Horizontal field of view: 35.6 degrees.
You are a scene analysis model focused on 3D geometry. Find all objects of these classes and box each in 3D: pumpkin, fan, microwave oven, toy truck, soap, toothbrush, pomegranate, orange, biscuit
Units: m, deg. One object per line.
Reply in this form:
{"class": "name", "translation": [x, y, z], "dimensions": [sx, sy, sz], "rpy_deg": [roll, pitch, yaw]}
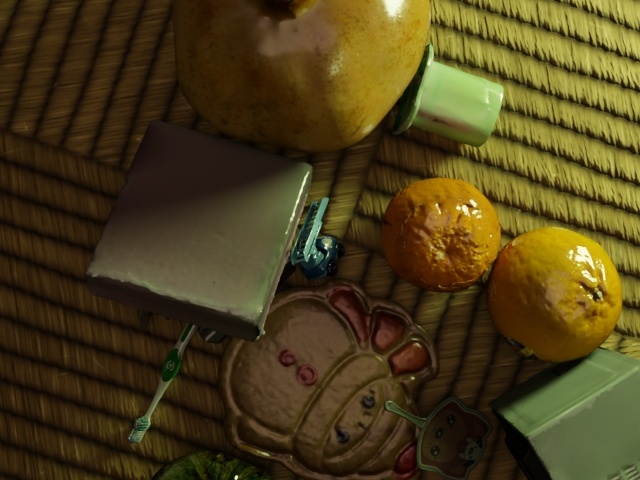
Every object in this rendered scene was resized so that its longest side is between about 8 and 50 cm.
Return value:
{"class": "pumpkin", "translation": [-0.168, 0.464, 1.567], "dimensions": [0.260, 0.260, 0.189], "rpy_deg": [3, 131, 0]}
{"class": "fan", "translation": [0.188, 0.312, 1.634], "dimensions": [0.220, 0.009, 0.132], "rpy_deg": [32, 81, -24]}
{"class": "microwave oven", "translation": [0.415, 0.297, 1.537], "dimensions": [0.237, 0.295, 0.181], "rpy_deg": [-32, 90, -1]}
{"class": "toy truck", "translation": [0.000, 0.000, 1.649], "dimensions": [0.074, 0.063, 0.136], "rpy_deg": [46, 46, -30]}
{"class": "soap", "translation": [-0.184, -0.018, 1.571], "dimensions": [0.285, 0.107, 0.296], "rpy_deg": [17, 67, 6]}
{"class": "toothbrush", "translation": [-0.244, 0.202, 1.669], "dimensions": [0.030, 0.030, 0.304], "rpy_deg": [27, 86, 0]}
{"class": "pomegranate", "translation": [-0.044, -0.334, 1.501], "dimensions": [0.417, 0.416, 0.416], "rpy_deg": [0, 89, 0]}
{"class": "orange", "translation": [0.374, 0.086, 1.598], "dimensions": [0.219, 0.193, 0.219], "rpy_deg": [2, 73, -7]}
{"class": "orange", "translation": [0.193, -0.012, 1.608], "dimensions": [0.193, 0.161, 0.193], "rpy_deg": [-1, 101, -5]}
{"class": "biscuit", "translation": [0.025, 0.248, 1.653], "dimensions": [0.381, 0.074, 0.359], "rpy_deg": [39, 91, 3]}

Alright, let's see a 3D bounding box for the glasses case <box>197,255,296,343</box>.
{"class": "glasses case", "translation": [-0.121, 0.094, 1.646], "dimensions": [0.190, 0.072, 0.042], "rpy_deg": [-44, 83, -1]}

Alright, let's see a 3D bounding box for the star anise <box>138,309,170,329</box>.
{"class": "star anise", "translation": [-0.268, 0.057, 1.649], "dimensions": [0.195, 0.065, 0.182], "rpy_deg": [31, 89, -2]}

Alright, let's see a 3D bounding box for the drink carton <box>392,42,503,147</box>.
{"class": "drink carton", "translation": [0.212, -0.225, 1.623], "dimensions": [0.142, 0.144, 0.146], "rpy_deg": [19, 90, -6]}
